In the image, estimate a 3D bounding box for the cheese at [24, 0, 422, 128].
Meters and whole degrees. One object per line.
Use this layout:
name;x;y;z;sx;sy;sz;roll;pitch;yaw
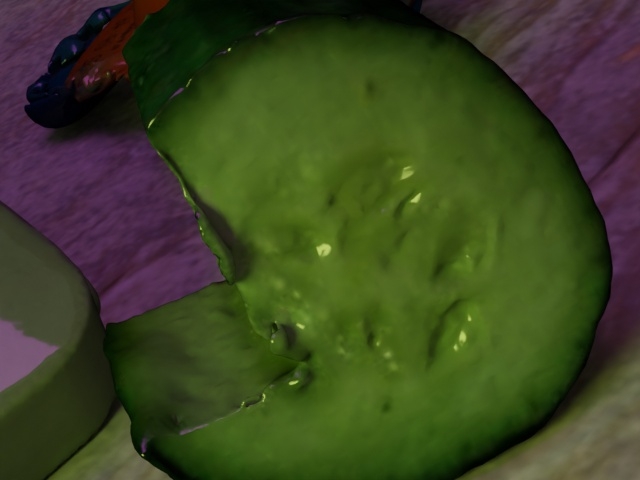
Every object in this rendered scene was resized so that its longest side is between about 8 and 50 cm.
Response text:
cheese;-0.057;-0.142;0.860;0.329;0.129;0.217;-14;33;42

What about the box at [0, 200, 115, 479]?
box;-0.330;0.062;0.653;0.367;0.090;0.373;37;61;26

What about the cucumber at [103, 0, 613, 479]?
cucumber;0.009;-0.005;0.545;0.191;0.191;0.130;-30;31;-9
